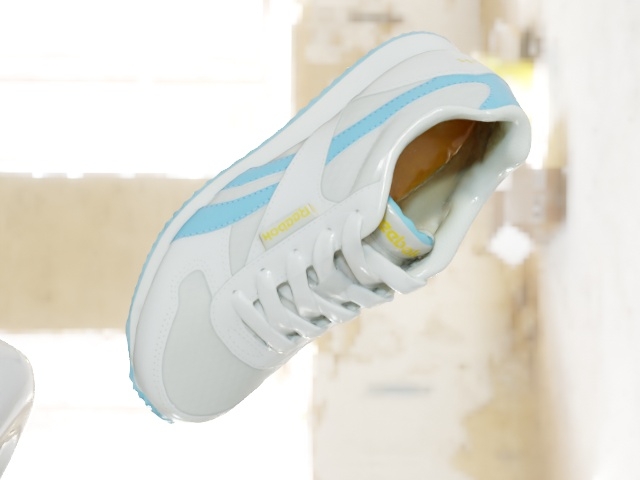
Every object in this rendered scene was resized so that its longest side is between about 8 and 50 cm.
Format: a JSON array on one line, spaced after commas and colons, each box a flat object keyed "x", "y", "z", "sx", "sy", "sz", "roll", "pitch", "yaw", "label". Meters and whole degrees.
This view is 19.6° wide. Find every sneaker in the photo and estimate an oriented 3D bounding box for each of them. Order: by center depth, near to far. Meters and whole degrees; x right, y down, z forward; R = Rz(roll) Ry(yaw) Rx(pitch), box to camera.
[{"x": 0.000, "y": 0.000, "z": 0.869, "sx": 0.087, "sy": 0.228, "sz": 0.092, "roll": 43, "pitch": 180, "yaw": -33, "label": "sneaker"}]

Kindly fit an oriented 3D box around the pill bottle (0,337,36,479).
[{"x": -0.334, "y": 0.071, "z": 1.033, "sx": 0.181, "sy": 0.323, "sz": 0.181, "roll": -61, "pitch": -2, "yaw": -3, "label": "pill bottle"}]
